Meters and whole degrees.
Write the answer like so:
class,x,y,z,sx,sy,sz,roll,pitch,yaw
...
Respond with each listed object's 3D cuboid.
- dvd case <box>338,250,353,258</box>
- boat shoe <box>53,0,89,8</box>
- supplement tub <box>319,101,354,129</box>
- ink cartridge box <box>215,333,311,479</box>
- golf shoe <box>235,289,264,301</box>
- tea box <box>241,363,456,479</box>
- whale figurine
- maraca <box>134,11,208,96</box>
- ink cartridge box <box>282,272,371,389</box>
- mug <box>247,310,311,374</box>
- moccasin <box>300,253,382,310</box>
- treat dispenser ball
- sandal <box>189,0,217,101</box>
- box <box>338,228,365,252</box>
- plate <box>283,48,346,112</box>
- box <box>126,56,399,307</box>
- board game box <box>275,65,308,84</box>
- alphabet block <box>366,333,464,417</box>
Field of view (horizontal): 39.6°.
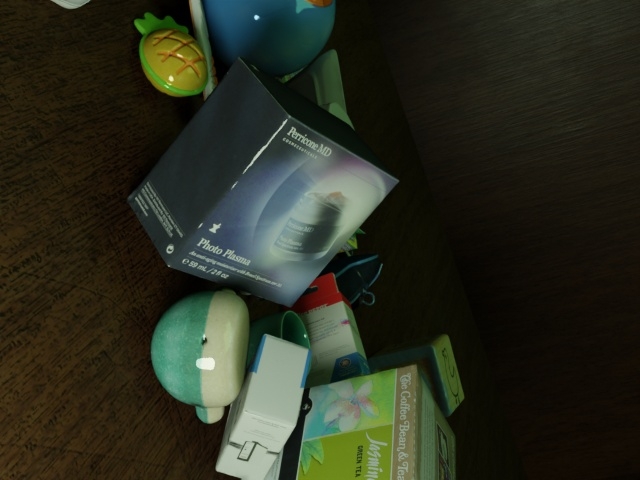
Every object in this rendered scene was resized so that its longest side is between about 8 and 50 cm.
class,x,y,z,sx,sy,sz,roll,pitch,yaw
dvd case,0.030,-0.079,2.292,0.179,0.030,0.238,-85,152,-45
boat shoe,-0.389,-0.383,1.302,0.184,0.063,0.066,14,63,-69
supplement tub,-0.074,-0.141,1.677,0.191,0.272,0.191,-16,90,-71
ink cartridge box,-0.092,0.270,1.414,0.203,0.086,0.148,115,-10,-47
golf shoe,-0.138,0.049,1.654,0.198,0.077,0.093,42,38,-56
tea box,0.050,0.427,1.512,0.329,0.324,0.220,-82,150,-50
whale figurine,-0.183,0.175,1.392,0.272,0.141,0.216,91,3,-77
maraca,-0.262,-0.328,1.563,0.127,0.099,0.185,2,56,-41
ink cartridge box,0.008,0.197,1.825,0.078,0.134,0.231,48,23,-59
mug,-0.091,0.203,1.632,0.158,0.097,0.129,-12,88,-70
moccasin,0.041,0.115,2.068,0.342,0.138,0.116,-26,105,-56
treat dispenser ball,-0.113,-0.474,1.801,0.288,0.288,0.288,-15,90,-71
sandal,-0.243,-0.347,1.669,0.102,0.076,0.265,78,1,-78
box,0.000,0.000,1.917,0.105,0.179,0.043,37,41,-60
plate,-0.052,-0.224,1.857,0.045,0.278,0.277,9,66,-41
box,-0.086,-0.080,1.412,0.296,0.294,0.182,23,22,-49
board game box,-0.100,-0.494,2.222,0.213,0.046,0.317,-26,100,-70
alphabet block,0.245,0.362,2.308,0.197,0.194,0.192,-11,88,-71
